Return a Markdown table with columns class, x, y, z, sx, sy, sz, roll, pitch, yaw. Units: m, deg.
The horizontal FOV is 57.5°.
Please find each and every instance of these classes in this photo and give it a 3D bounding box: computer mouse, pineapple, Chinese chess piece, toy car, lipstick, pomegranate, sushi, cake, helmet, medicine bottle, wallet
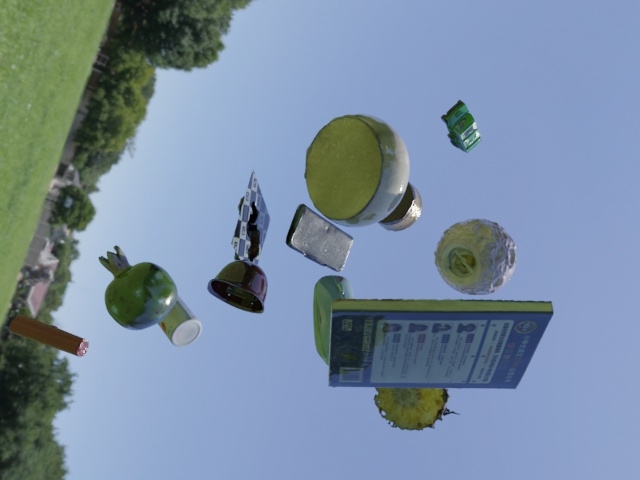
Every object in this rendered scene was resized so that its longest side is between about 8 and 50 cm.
| class | x | y | z | sx | sy | sz | roll | pitch | yaw |
| --- | --- | --- | --- | --- | --- | --- | --- | --- | --- |
| computer mouse | 0.058 | 0.251 | 1.809 | 0.097 | 0.160 | 0.288 | -8 | -100 | 52 |
| pineapple | 0.346 | 0.522 | 1.989 | 0.263 | 0.272 | 0.262 | -7 | -107 | 24 |
| Chinese chess piece | 0.103 | -0.208 | 1.735 | 0.338 | 0.141 | 0.337 | -1 | -91 | 46 |
| toy car | 0.371 | -0.295 | 1.521 | 0.071 | 0.165 | 0.062 | -43 | -123 | 3 |
| lipstick | -0.930 | 0.327 | 2.003 | 0.073 | 0.280 | 0.073 | 17 | 90 | -78 |
| pomegranate | -0.475 | 0.117 | 1.487 | 0.187 | 0.225 | 0.187 | -35 | -173 | 5 |
| sushi | -0.261 | -0.046 | 2.024 | 0.292 | 0.059 | 0.293 | 76 | 24 | -57 |
| cake | 0.283 | -0.120 | 2.122 | 0.185 | 0.178 | 0.207 | -34 | -127 | 17 |
| helmet | -0.194 | 0.099 | 1.450 | 0.175 | 0.155 | 0.106 | 79 | 30 | -64 |
| medicine bottle | -0.591 | 0.261 | 2.255 | 0.341 | 0.130 | 0.130 | 40 | -70 | 40 |
| wallet | 0.000 | 0.000 | 2.227 | 0.045 | 0.318 | 0.172 | 9 | -105 | 45 |

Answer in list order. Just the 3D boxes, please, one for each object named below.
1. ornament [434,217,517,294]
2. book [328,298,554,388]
| class | x | y | z | sx | sy | sz | roll | pitch | yaw |
| --- | --- | --- | --- | --- | --- | --- | --- | --- | --- |
| ornament | 0.511 | 0.051 | 1.900 | 0.260 | 0.225 | 0.259 | 12 | -71 | 41 |
| book | 0.232 | 0.224 | 1.214 | 0.299 | 0.429 | 0.039 | 92 | -1 | -46 |
